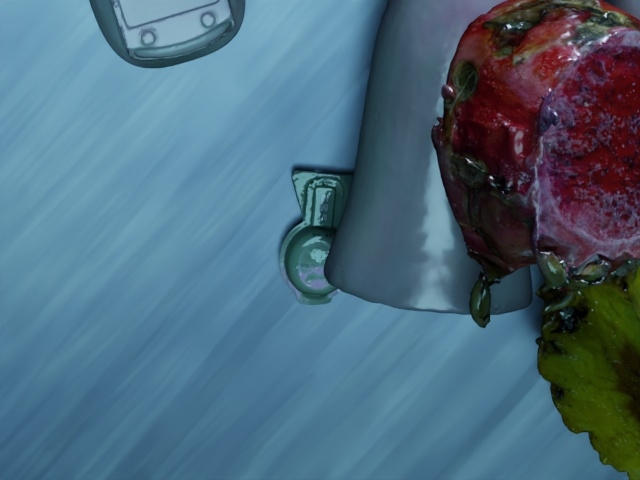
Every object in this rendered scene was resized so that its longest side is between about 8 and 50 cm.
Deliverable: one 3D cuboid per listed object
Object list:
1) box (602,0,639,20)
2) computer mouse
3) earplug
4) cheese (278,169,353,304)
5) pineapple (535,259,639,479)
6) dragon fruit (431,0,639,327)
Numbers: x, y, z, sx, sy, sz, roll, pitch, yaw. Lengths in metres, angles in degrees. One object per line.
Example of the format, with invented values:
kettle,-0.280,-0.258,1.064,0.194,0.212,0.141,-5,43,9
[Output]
box,0.312,-0.259,1.442,0.264,0.106,0.336,-5,111,-1
computer mouse,-0.139,-0.258,1.442,0.126,0.056,0.245,-18,104,-2
earplug,0.106,-0.106,1.469,0.172,0.172,0.301,6,104,-5
cheese,0.000,0.000,1.565,0.067,0.026,0.120,4,110,-5
pineapple,0.274,0.089,1.569,0.334,0.161,0.158,51,60,-31
dragon fruit,0.196,-0.063,1.368,0.211,0.147,0.282,17,85,-44
